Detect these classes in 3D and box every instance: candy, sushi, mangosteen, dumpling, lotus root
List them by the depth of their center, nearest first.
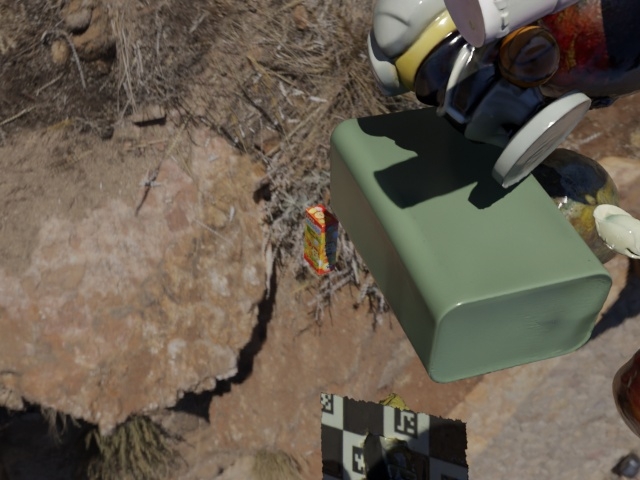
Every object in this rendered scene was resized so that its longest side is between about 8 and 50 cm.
[{"bbox_3d":[0.366,-0.013,0.783,0.059,0.077,0.043,-42,148,-34],"label":"dumpling"},{"bbox_3d":[0.357,-0.355,0.867,0.306,0.306,0.359,-1,97,-18],"label":"mangosteen"},{"bbox_3d":[0.140,0.439,1.054,0.100,0.296,0.373,-2,90,-46],"label":"sushi"},{"bbox_3d":[0.000,0.000,1.227,0.038,0.062,0.122,-19,134,-26],"label":"candy"},{"bbox_3d":[0.474,-0.057,1.312,0.250,0.250,0.346,-56,148,11],"label":"lotus root"}]

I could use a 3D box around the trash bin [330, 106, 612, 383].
[{"bbox_3d":[0.166,-0.008,0.812,0.223,0.343,0.158,-11,134,-12],"label":"trash bin"}]

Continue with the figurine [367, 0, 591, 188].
[{"bbox_3d":[0.150,-0.183,0.669,0.133,0.236,0.176,-34,160,-21],"label":"figurine"}]

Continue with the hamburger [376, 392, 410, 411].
[{"bbox_3d":[0.140,0.520,1.584,0.134,0.285,0.265,37,58,2],"label":"hamburger"}]

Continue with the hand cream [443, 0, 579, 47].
[{"bbox_3d":[0.225,-0.219,0.394,0.312,0.111,0.070,-27,94,1],"label":"hand cream"}]

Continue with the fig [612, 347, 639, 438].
[{"bbox_3d":[0.456,0.202,0.760,0.175,0.207,0.175,-18,144,-14],"label":"fig"}]
